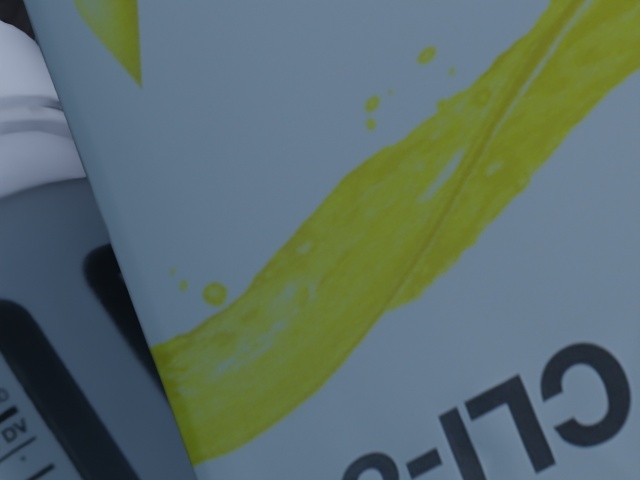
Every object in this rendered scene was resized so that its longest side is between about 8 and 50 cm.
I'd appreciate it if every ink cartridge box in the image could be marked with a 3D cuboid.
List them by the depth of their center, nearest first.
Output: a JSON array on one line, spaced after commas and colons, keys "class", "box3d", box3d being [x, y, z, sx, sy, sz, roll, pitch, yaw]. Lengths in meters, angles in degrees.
[{"class": "ink cartridge box", "box3d": [0.093, -0.048, 0.474, 0.279, 0.160, 0.385, -31, 71, 30]}]

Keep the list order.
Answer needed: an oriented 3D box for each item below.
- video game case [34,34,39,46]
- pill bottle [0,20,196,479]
[{"class": "video game case", "box3d": [-0.038, -0.149, 0.734, 0.190, 0.022, 0.173, -5, 83, 41]}, {"class": "pill bottle", "box3d": [-0.073, 0.110, 0.678, 0.210, 0.210, 0.363, -45, 70, 23]}]
